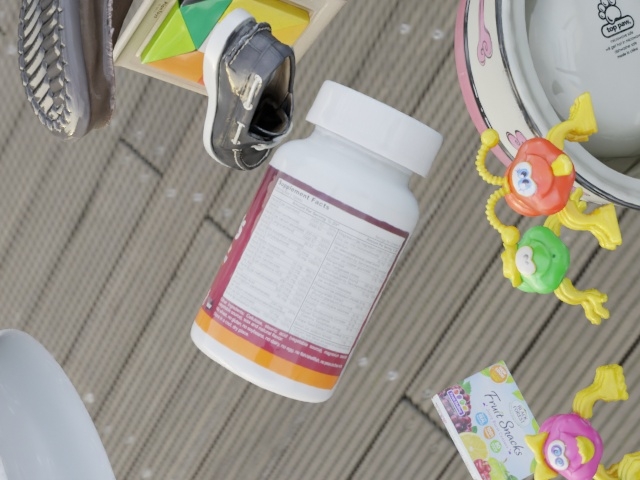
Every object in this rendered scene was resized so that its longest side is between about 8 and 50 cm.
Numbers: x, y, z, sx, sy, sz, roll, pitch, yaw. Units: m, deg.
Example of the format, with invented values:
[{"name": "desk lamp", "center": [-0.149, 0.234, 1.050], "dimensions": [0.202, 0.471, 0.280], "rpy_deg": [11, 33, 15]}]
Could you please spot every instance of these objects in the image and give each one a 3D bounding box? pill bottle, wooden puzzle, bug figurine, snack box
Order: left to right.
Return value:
[{"name": "wooden puzzle", "center": [-0.116, -0.256, 1.505], "dimensions": [0.221, 0.238, 0.044], "rpy_deg": [-47, 43, 39]}, {"name": "pill bottle", "center": [0.000, 0.000, 0.911], "dimensions": [0.121, 0.121, 0.221], "rpy_deg": [28, 94, 30]}, {"name": "snack box", "center": [0.217, 0.236, 1.516], "dimensions": [0.141, 0.100, 0.037], "rpy_deg": [62, 164, 11]}, {"name": "bug figurine", "center": [0.148, 0.065, 0.717], "dimensions": [0.072, 0.216, 0.279], "rpy_deg": [-12, 81, 5]}]

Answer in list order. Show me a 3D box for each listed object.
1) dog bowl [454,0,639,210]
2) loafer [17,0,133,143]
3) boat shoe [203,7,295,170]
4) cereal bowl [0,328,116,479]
[{"name": "dog bowl", "center": [0.335, -0.226, 1.429], "dimensions": [0.150, 0.408, 0.408], "rpy_deg": [-12, 85, 62]}, {"name": "loafer", "center": [-0.244, -0.280, 1.295], "dimensions": [0.134, 0.130, 0.366], "rpy_deg": [-24, 67, 53]}, {"name": "boat shoe", "center": [-0.032, -0.067, 0.614], "dimensions": [0.038, 0.046, 0.125], "rpy_deg": [35, 155, 15]}, {"name": "cereal bowl", "center": [-0.337, 0.273, 1.312], "dimensions": [0.141, 0.339, 0.339], "rpy_deg": [-24, 78, 4]}]
